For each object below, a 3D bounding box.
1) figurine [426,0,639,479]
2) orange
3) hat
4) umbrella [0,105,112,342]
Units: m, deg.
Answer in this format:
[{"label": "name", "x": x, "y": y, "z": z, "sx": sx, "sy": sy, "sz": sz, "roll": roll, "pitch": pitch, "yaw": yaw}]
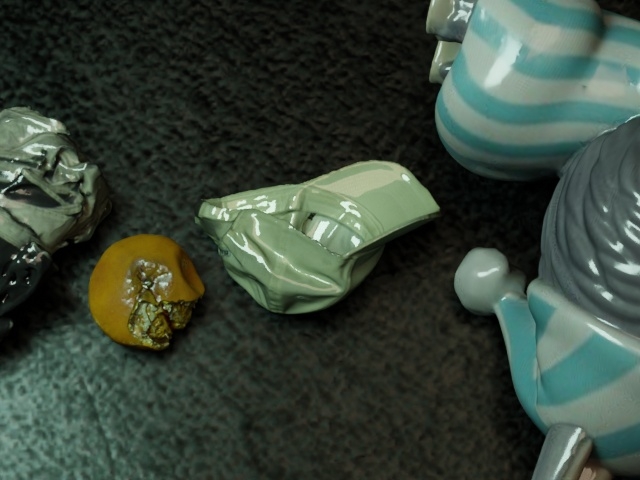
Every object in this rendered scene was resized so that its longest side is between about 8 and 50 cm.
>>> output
[{"label": "figurine", "x": 0.187, "y": 0.032, "z": 1.226, "sx": 0.361, "sy": 0.266, "sz": 0.378, "roll": 22, "pitch": 75, "yaw": 11}, {"label": "orange", "x": -0.128, "y": 0.035, "z": 1.321, "sx": 0.086, "sy": 0.062, "sz": 0.086, "roll": 0, "pitch": 72, "yaw": 1}, {"label": "hat", "x": 0.004, "y": -0.006, "z": 1.333, "sx": 0.166, "sy": 0.081, "sz": 0.122, "roll": -22, "pitch": 38, "yaw": -8}, {"label": "umbrella", "x": -0.283, "y": 0.064, "z": 1.290, "sx": 0.113, "sy": 0.106, "sz": 0.358, "roll": 35, "pitch": 77, "yaw": 5}]
